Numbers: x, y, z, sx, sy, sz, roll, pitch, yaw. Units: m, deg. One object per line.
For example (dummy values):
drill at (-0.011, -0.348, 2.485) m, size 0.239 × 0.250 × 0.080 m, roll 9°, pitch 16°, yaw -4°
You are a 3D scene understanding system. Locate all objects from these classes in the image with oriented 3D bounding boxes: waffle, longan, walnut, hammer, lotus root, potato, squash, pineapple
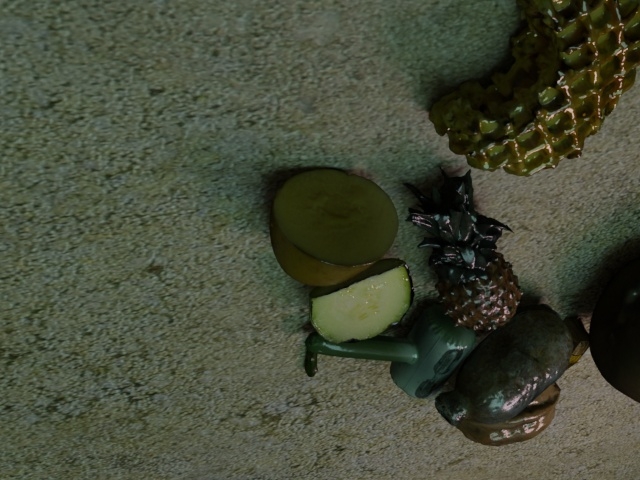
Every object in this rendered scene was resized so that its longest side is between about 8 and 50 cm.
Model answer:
waffle at (0.317, -0.242, 1.161) m, size 0.261 × 0.151 × 0.324 m, roll 10°, pitch 129°, yaw -28°
longan at (0.708, 0.184, 1.652) m, size 0.319 × 0.319 × 0.319 m, roll -13°, pitch 137°, yaw -12°
walnut at (0.406, 0.349, 1.769) m, size 0.245 × 0.198 × 0.198 m, roll -12°, pitch 138°, yaw 2°
hammer at (0.123, 0.205, 1.562) m, size 0.336 × 0.119 × 0.206 m, roll 10°, pitch 128°, yaw -23°
lotus root at (0.378, 0.256, 1.605) m, size 0.349 × 0.175 × 0.175 m, roll -36°, pitch 144°, yaw -26°
potato at (0.000, 0.000, 1.263) m, size 0.203 × 0.178 × 0.158 m, roll -24°, pitch 161°, yaw -38°
squash at (0.066, 0.099, 1.437) m, size 0.192 × 0.085 × 0.184 m, roll -19°, pitch 141°, yaw -4°
pineapple at (0.251, 0.015, 1.387) m, size 0.165 × 0.165 × 0.364 m, roll -26°, pitch 136°, yaw 2°

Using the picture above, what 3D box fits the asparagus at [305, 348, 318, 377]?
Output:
asparagus at (-0.015, 0.228, 1.576) m, size 0.025 × 0.021 × 0.108 m, roll -13°, pitch 137°, yaw -18°

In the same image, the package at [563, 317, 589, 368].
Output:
package at (0.550, 0.239, 1.806) m, size 0.047 × 0.071 × 0.131 m, roll 0°, pitch 131°, yaw -29°
